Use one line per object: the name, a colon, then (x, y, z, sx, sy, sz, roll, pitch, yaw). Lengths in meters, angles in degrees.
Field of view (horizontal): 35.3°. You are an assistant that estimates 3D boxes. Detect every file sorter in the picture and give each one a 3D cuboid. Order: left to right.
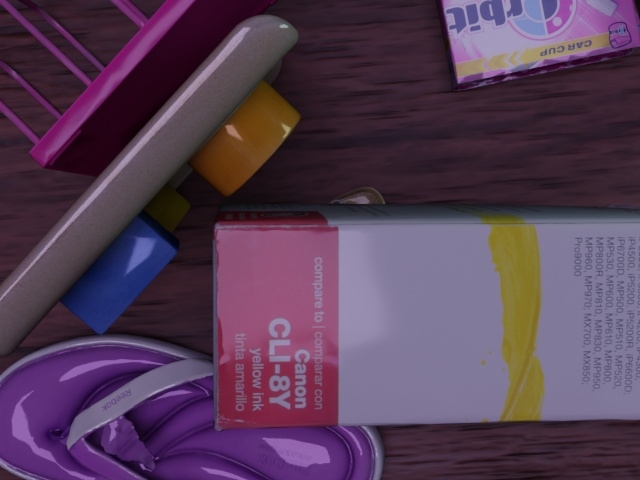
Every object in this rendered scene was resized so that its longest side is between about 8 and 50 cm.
file sorter: (-0.190, -0.228, 0.937, 0.182, 0.202, 0.291, 43, 94, 3)

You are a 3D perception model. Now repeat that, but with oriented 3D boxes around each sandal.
sandal: (-0.143, 0.186, 0.992, 0.416, 0.102, 0.169, 4, 92, 4)

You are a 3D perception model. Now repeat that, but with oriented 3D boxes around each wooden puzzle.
wooden puzzle: (-0.127, -0.045, 0.865, 0.080, 0.348, 0.322, 43, 94, -7)

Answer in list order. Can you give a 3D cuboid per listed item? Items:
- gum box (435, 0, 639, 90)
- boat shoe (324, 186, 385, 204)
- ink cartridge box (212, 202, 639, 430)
gum box: (0.213, -0.220, 0.979, 0.188, 0.062, 0.107, -11, 90, 4)
boat shoe: (-0.002, -0.001, 1.005, 0.153, 0.048, 0.056, -30, 89, 4)
ink cartridge box: (0.103, 0.050, 0.860, 0.384, 0.279, 0.160, -1, 94, -4)
